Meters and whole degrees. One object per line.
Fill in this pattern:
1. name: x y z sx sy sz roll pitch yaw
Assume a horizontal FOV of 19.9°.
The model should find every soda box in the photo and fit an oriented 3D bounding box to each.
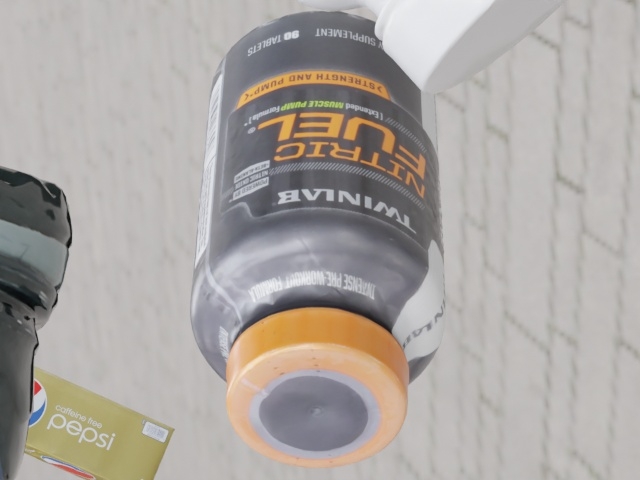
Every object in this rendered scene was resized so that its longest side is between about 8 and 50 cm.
1. soda box: -0.207 0.133 1.376 0.058 0.181 0.061 -67 13 -16

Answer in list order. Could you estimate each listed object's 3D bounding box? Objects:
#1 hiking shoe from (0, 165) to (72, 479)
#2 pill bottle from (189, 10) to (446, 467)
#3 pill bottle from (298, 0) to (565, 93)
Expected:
1. hiking shoe: -0.181 0.073 0.493 0.304 0.113 0.132 -28 52 47
2. pill bottle: 0.000 0.000 0.951 0.245 0.130 0.130 -89 6 -47
3. pill bottle: 0.004 -0.162 0.652 0.216 0.121 0.121 50 155 9
